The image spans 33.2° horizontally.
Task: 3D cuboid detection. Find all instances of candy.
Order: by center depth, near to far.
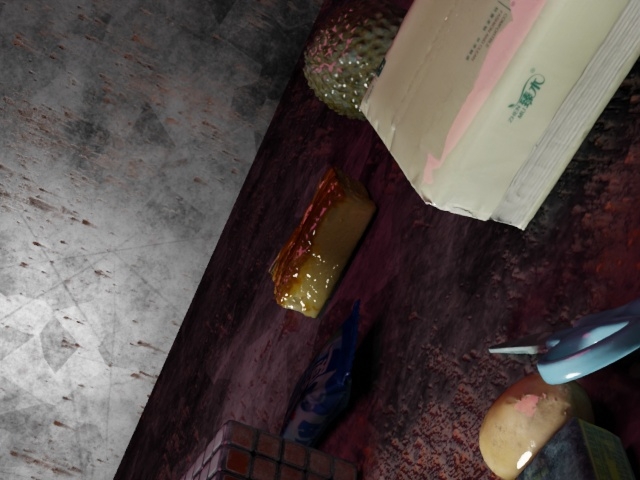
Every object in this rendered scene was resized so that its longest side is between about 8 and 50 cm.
[{"bbox_3d":[-0.003,0.271,1.888,0.331,0.077,0.187,-57,15,37],"label":"candy"}]

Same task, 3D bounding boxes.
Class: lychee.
[{"bbox_3d":[0.092,-0.373,2.216,0.255,0.274,0.255,171,90,-67],"label":"lychee"}]

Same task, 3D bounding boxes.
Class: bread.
[{"bbox_3d":[0.000,0.000,2.215,0.275,0.114,0.185,-60,17,15],"label":"bread"}]

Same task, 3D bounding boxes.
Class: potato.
[{"bbox_3d":[0.232,0.197,1.148,0.147,0.112,0.112,-43,26,38],"label":"potato"}]

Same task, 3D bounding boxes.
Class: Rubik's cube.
[{"bbox_3d":[-0.100,0.452,1.633,0.237,0.237,0.238,-51,21,41],"label":"Rubik's cube"}]

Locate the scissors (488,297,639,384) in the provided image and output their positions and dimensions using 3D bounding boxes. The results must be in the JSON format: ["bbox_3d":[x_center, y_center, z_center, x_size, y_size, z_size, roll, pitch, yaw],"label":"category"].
[{"bbox_3d":[0.267,0.109,1.188,0.192,0.029,0.447,-27,-3,-13],"label":"scissors"}]

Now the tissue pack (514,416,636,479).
[{"bbox_3d":[0.235,0.319,1.002,0.185,0.081,0.257,-58,16,28],"label":"tissue pack"}]

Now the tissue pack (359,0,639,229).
[{"bbox_3d":[0.250,-0.250,1.473,0.380,0.207,0.297,-62,33,22],"label":"tissue pack"}]
